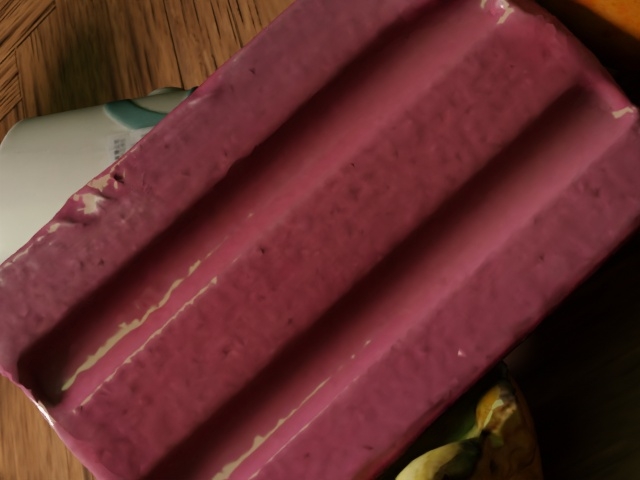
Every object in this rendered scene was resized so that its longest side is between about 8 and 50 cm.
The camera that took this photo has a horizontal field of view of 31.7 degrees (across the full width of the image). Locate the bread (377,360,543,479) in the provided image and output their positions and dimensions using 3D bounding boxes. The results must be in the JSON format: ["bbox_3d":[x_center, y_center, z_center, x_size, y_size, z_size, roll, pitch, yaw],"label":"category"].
[{"bbox_3d":[0.065,0.184,0.699,0.174,0.133,0.251,-50,7,-33],"label":"bread"}]

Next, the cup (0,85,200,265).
[{"bbox_3d":[-0.090,0.030,0.830,0.258,0.219,0.289,-10,90,4],"label":"cup"}]

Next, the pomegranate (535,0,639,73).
[{"bbox_3d":[0.183,-0.231,0.650,0.252,0.270,0.229,33,90,39],"label":"pomegranate"}]

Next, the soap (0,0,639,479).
[{"bbox_3d":[0.000,0.000,0.658,0.359,0.233,0.128,-42,3,-4],"label":"soap"}]
